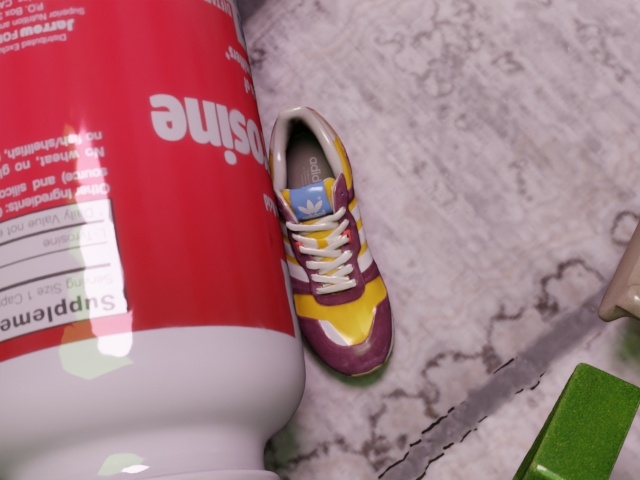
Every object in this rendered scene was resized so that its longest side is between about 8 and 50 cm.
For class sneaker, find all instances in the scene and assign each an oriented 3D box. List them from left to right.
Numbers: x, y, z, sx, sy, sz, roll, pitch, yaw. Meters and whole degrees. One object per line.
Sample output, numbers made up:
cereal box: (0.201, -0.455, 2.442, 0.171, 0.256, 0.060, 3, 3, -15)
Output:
sneaker: (0.000, 0.000, 1.005, 0.069, 0.084, 0.186, -18, 72, 5)

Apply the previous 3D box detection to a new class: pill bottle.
pill bottle: (-0.136, 0.017, 0.950, 0.229, 0.229, 0.408, -13, 73, 7)

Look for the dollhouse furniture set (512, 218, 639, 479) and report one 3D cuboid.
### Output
dollhouse furniture set: (0.249, 0.114, 0.937, 0.197, 0.151, 0.301, 26, 52, 10)
